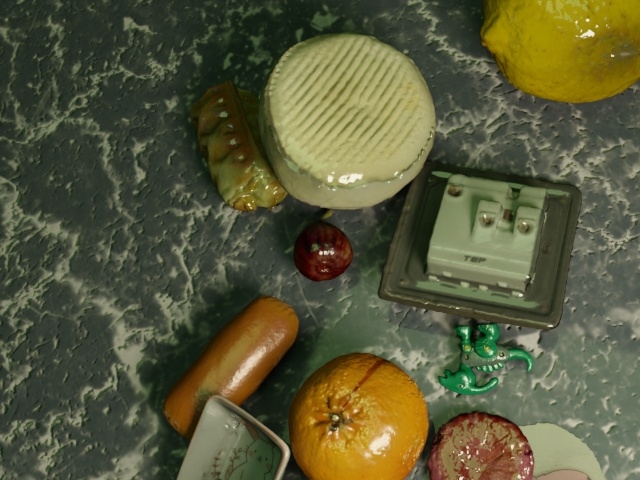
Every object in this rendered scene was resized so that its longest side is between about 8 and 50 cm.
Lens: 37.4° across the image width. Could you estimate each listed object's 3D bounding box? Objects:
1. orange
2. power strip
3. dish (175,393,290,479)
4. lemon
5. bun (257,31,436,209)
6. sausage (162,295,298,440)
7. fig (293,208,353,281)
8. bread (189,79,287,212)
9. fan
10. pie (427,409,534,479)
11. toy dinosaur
[{"bbox_3d":[0.048,0.245,1.264,0.193,0.161,0.193,-2,69,5],"label":"orange"},{"bbox_3d":[0.231,-0.011,1.349,0.257,0.092,0.251,10,64,13],"label":"power strip"},{"bbox_3d":[-0.119,0.339,1.291,0.154,0.064,0.234,30,103,33],"label":"dish"},{"bbox_3d":[0.381,-0.328,1.379,0.310,0.253,0.253,-8,67,-10],"label":"lemon"},{"bbox_3d":[0.036,-0.175,1.441,0.287,0.146,0.287,3,70,-7],"label":"bun"},{"bbox_3d":[-0.127,0.180,1.362,0.098,0.098,0.238,38,82,22],"label":"sausage"},{"bbox_3d":[0.000,0.000,1.422,0.089,0.089,0.125,-14,42,5],"label":"fig"},{"bbox_3d":[-0.125,-0.153,1.500,0.128,0.088,0.232,-20,61,-6],"label":"bread"},{"bbox_3d":[0.359,0.340,1.244,0.310,0.010,0.182,7,70,15],"label":"fan"},{"bbox_3d":[0.214,0.303,1.270,0.154,0.038,0.153,-6,68,14],"label":"pie"},{"bbox_3d":[0.229,0.167,1.321,0.132,0.059,0.096,-4,80,16],"label":"toy dinosaur"}]
